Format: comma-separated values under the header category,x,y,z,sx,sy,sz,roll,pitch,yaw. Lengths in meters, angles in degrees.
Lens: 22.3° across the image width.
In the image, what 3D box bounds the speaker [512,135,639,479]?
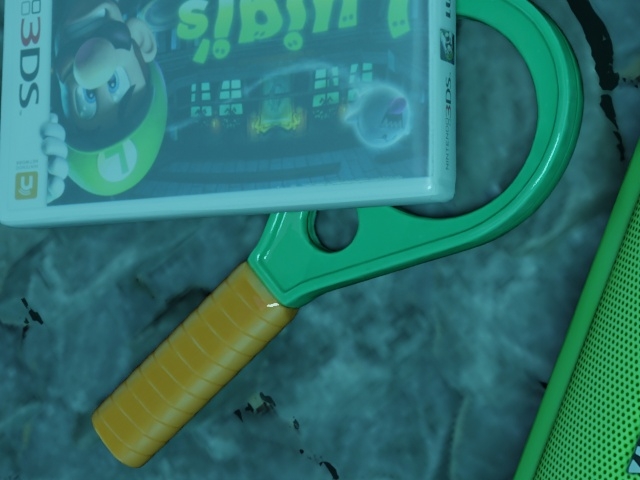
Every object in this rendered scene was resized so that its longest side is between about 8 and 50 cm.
category,x,y,z,sx,sy,sz,roll,pitch,yaw
speaker,0.128,0.059,0.478,0.131,0.131,0.296,22,98,23

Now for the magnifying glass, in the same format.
category,x,y,z,sx,sy,sz,roll,pitch,yaw
magnifying glass,0.000,0.000,0.594,0.231,0.026,0.092,-44,72,15

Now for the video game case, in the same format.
category,x,y,z,sx,sy,sz,roll,pitch,yaw
video game case,-0.039,-0.095,0.597,0.190,0.022,0.173,-3,83,29
